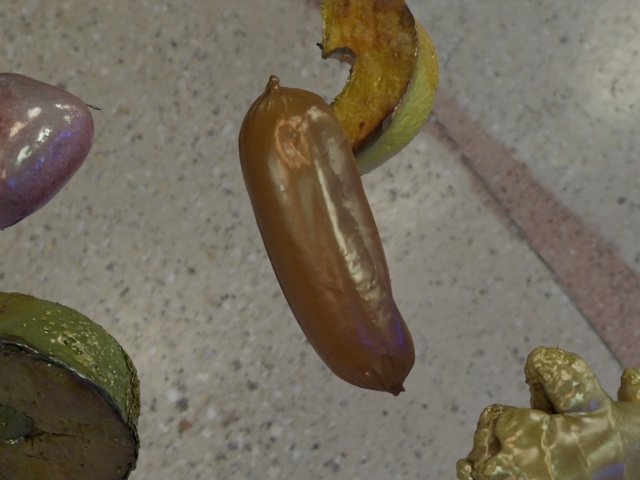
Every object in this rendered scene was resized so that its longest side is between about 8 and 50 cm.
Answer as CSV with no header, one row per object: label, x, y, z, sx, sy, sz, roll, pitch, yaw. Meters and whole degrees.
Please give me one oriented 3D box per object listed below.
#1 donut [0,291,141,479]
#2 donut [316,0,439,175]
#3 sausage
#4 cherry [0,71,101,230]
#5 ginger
donut,-0.302,0.151,1.256,0.272,0.272,0.107,27,41,-11
donut,0.078,-0.206,1.558,0.101,0.152,0.259,27,58,-43
sausage,0.000,0.000,0.666,0.054,0.062,0.183,-18,91,-52
cherry,-0.233,-0.079,0.994,0.106,0.087,0.126,-4,55,8
ginger,0.315,0.241,1.525,0.375,0.166,0.236,-21,72,-50
